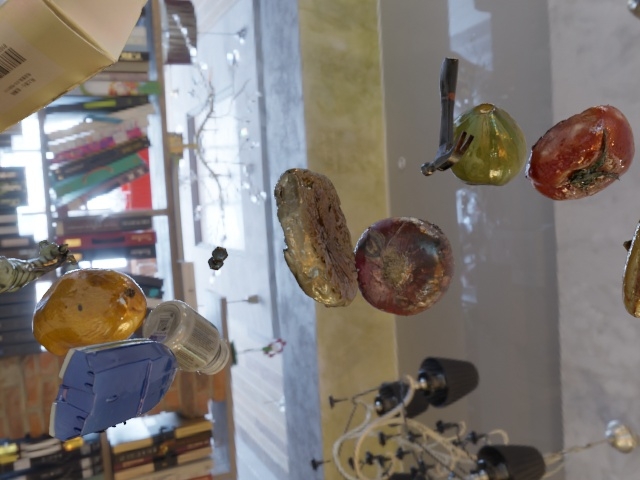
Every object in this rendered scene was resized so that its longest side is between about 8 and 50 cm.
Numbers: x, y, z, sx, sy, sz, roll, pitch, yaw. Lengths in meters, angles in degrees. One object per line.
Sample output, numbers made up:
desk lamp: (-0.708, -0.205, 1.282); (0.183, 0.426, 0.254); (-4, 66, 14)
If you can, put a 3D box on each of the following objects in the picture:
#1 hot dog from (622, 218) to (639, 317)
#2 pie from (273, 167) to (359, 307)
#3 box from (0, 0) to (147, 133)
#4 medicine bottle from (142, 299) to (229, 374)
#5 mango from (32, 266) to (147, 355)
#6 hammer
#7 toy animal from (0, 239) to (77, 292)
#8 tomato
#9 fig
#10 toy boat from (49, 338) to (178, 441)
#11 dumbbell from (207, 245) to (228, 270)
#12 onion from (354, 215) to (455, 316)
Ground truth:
hot dog: (0.624, 0.045, 1.249); (0.076, 0.104, 0.250); (-105, -175, -56)
pie: (0.000, 0.000, 0.819); (0.195, 0.046, 0.195); (-15, 90, -71)
box: (-0.263, -0.212, 0.627); (0.212, 0.095, 0.168); (-16, -131, 35)
medicine bottle: (-0.317, 0.246, 1.607); (0.215, 0.135, 0.135); (48, 10, -47)
mango: (-0.514, 0.155, 1.440); (0.359, 0.144, 0.187); (-11, -81, 34)
hammer: (0.293, -0.297, 1.505); (0.137, 0.037, 0.290); (-22, -126, 54)
toy animal: (-0.502, 0.048, 1.049); (0.217, 0.176, 0.073); (-143, -140, -85)
tomato: (0.533, -0.156, 1.330); (0.228, 0.228, 0.101); (117, -35, -50)
fig: (0.486, -0.286, 1.927); (0.271, 0.239, 0.239); (81, -11, -55)
toy boat: (-0.298, 0.216, 1.016); (0.295, 0.088, 0.129); (9, 95, -73)
dumbbell: (-0.244, 0.043, 1.566); (0.040, 0.036, 0.083); (69, -24, 15)
onion: (0.199, 0.056, 1.578); (0.190, 0.246, 0.246); (-46, 140, -69)
